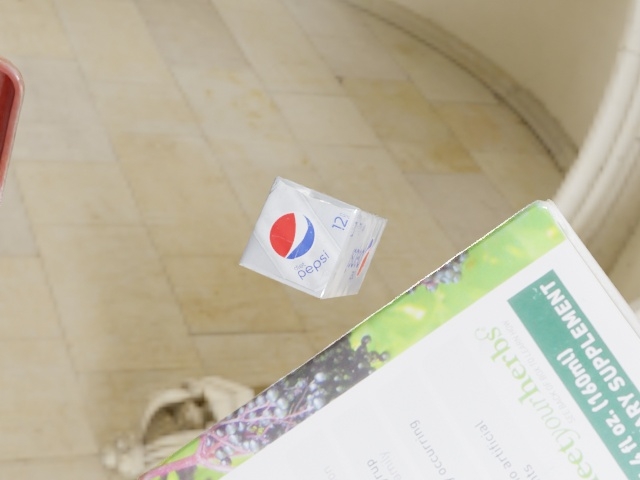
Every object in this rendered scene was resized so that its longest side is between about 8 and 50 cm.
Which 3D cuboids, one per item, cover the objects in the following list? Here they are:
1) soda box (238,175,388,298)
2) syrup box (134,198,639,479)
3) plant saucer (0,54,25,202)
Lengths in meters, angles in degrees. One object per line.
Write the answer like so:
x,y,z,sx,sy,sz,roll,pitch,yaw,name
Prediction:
0.000,0.000,1.353,0.286,0.091,0.098,4,109,-81,soda box
0.007,0.101,0.404,0.237,0.096,0.093,-35,-115,8,syrup box
-0.292,-0.048,0.715,0.048,0.258,0.259,-64,177,-54,plant saucer
